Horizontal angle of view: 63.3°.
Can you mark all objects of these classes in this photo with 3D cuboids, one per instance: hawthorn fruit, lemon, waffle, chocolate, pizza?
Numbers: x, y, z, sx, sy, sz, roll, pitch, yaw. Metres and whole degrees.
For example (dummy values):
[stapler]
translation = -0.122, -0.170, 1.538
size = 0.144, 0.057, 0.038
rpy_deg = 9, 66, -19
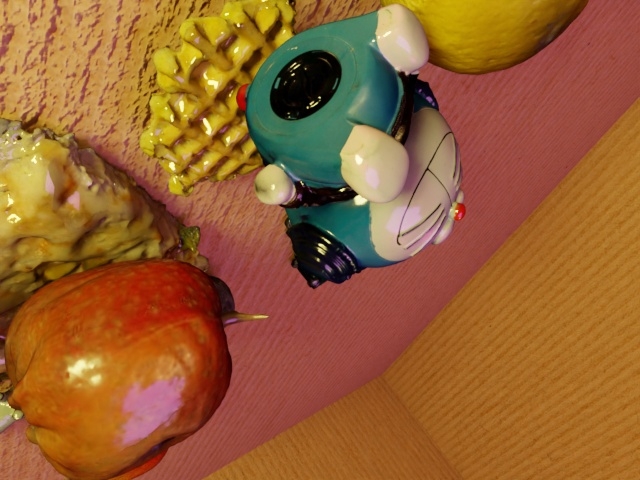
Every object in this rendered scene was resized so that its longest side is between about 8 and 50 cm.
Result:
[hawthorn fruit]
translation = -0.232, 0.142, 0.621
size = 0.262, 0.258, 0.258
rpy_deg = -56, 171, -41
[lemon]
translation = 0.181, -0.319, 0.570
size = 0.260, 0.261, 0.284
rpy_deg = -48, 147, 20
[waffle]
translation = -0.083, -0.169, 0.616
size = 0.291, 0.051, 0.291
rpy_deg = -33, 158, -15
[chocolate]
translation = -0.234, 0.157, 0.991
size = 0.110, 0.110, 0.248
rpy_deg = -17, 153, -41
[pizza]
translation = -0.325, 0.055, 0.713
size = 0.435, 0.080, 0.391
rpy_deg = -48, 155, 22

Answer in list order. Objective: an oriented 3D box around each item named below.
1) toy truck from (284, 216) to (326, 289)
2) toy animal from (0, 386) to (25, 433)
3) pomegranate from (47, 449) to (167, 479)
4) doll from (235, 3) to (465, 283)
[toy truck]
translation = 0.000, 0.000, 1.075
size = 0.121, 0.088, 0.259
rpy_deg = -32, 154, -16
[toy animal]
translation = -0.526, 0.293, 0.855
size = 0.216, 0.074, 0.176
rpy_deg = -25, 168, -20
[pomegranate]
translation = -0.394, 0.363, 0.999
size = 0.235, 0.210, 0.210
rpy_deg = -31, 155, -18
[doll]
translation = 0.048, -0.093, 0.615
size = 0.310, 0.240, 0.284
rpy_deg = 39, 74, -56
